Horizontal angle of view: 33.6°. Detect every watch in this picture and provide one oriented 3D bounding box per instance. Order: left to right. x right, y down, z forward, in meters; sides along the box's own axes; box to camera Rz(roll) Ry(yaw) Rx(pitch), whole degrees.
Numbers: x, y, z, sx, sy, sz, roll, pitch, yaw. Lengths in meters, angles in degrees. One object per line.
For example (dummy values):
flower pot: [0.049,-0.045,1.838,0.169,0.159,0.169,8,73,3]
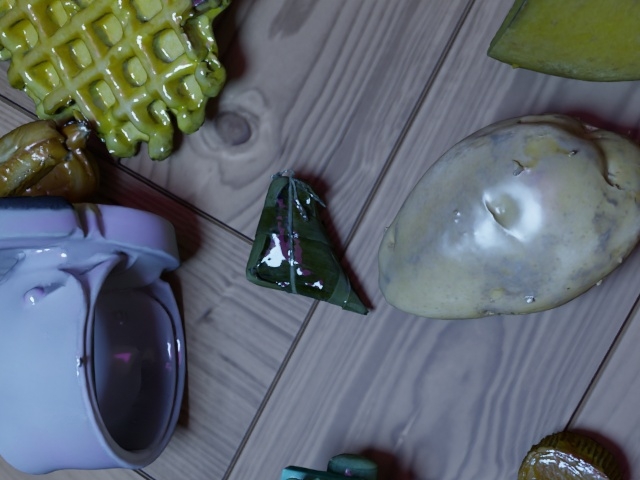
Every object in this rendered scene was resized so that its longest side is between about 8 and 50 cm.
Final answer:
watch: [-0.233,0.087,0.927,0.196,0.244,0.232,-4,79,18]

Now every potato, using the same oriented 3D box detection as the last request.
potato: [0.152,-0.020,0.861,0.234,0.128,0.161,-7,81,24]
potato: [0.244,-0.199,0.830,0.158,0.178,0.204,33,74,2]

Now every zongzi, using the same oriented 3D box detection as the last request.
zongzi: [0.000,0.000,0.955,0.119,0.055,0.109,15,91,7]

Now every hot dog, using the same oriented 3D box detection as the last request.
hot dog: [-0.307,-0.043,1.042,0.249,0.076,0.102,-32,118,24]

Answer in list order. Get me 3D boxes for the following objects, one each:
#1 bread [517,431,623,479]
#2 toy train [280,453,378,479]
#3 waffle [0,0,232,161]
bread: [0.205,0.199,0.874,0.085,0.053,0.085,4,100,25]
toy train: [-0.007,0.330,0.866,0.120,0.194,0.298,7,89,20]
waffle: [-0.208,-0.234,0.988,0.311,0.060,0.307,32,120,14]
